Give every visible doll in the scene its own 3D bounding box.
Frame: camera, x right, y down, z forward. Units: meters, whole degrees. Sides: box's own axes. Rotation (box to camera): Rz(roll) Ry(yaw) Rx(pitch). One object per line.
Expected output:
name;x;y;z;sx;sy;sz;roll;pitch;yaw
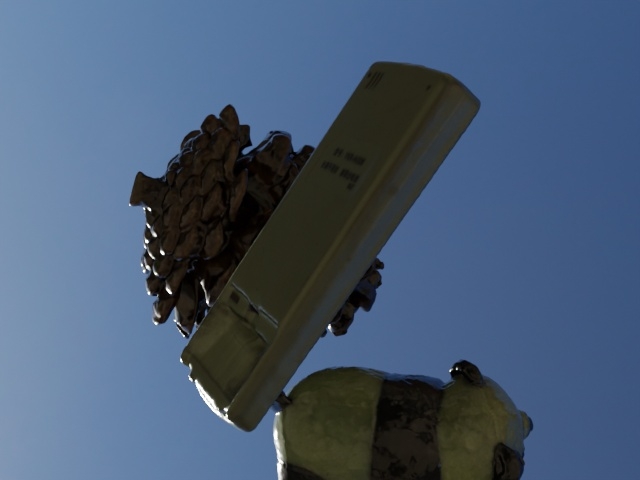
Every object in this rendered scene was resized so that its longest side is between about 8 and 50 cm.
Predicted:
doll;0.068;0.178;0.868;0.234;0.135;0.143;4;-124;11

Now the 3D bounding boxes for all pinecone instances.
pinecone;-0.060;0.002;0.955;0.224;0.273;0.224;-42;-147;35

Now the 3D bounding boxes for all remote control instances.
remote control;0.000;0.000;0.700;0.285;0.038;0.123;-57;-151;-2
